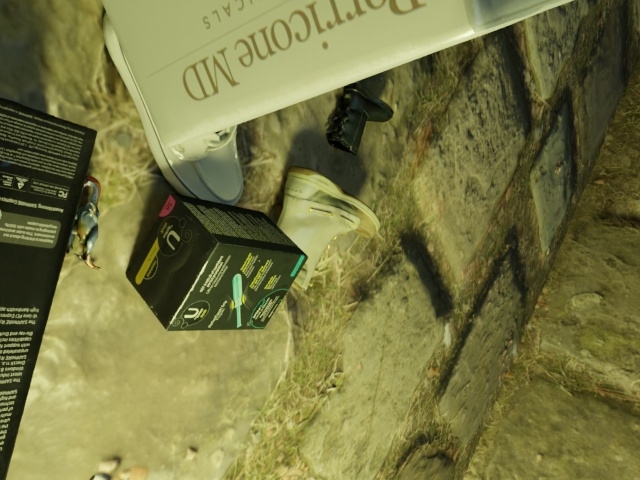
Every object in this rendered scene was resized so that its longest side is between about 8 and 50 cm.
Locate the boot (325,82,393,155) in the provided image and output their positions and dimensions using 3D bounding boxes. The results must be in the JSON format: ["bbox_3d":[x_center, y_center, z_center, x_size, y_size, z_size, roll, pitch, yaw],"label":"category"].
[{"bbox_3d":[0.063,-0.185,0.916,0.121,0.045,0.099,21,84,-47],"label":"boot"}]

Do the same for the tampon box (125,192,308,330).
[{"bbox_3d":[-0.119,0.030,0.679,0.161,0.101,0.120,11,116,-54],"label":"tampon box"}]

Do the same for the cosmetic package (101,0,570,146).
[{"bbox_3d":[0.004,-0.335,0.458,0.327,0.329,0.393,-34,110,-42],"label":"cosmetic package"}]

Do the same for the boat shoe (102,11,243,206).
[{"bbox_3d":[-0.136,-0.138,0.631,0.096,0.088,0.267,-45,135,-34],"label":"boat shoe"}]

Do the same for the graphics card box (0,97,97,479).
[{"bbox_3d":[-0.336,0.054,0.435,0.233,0.094,0.371,12,94,-54],"label":"graphics card box"}]

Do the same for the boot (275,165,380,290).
[{"bbox_3d":[0.000,0.000,0.877,0.213,0.077,0.165,30,78,-48],"label":"boot"}]

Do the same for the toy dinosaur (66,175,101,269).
[{"bbox_3d":[-0.246,-0.023,0.590,0.090,0.047,0.082,102,5,-73],"label":"toy dinosaur"}]
